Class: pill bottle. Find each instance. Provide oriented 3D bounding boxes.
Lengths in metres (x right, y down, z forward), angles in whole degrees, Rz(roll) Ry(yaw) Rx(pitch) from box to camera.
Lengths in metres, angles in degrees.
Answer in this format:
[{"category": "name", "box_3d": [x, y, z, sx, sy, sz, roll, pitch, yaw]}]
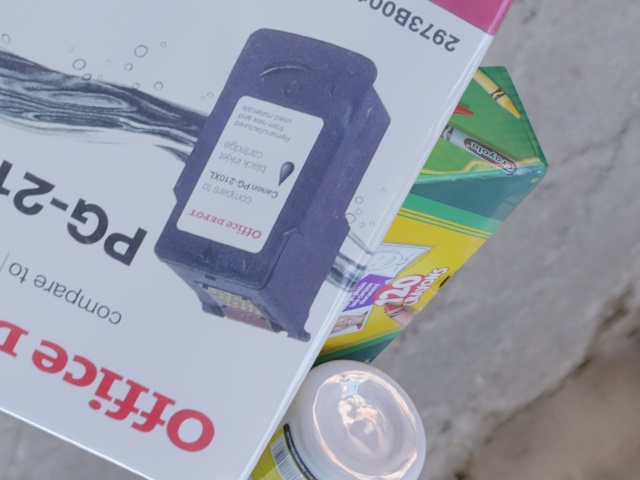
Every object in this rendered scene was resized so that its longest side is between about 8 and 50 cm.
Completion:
[{"category": "pill bottle", "box_3d": [-0.013, 0.166, 1.092, 0.103, 0.103, 0.184, -13, 158, -38]}]

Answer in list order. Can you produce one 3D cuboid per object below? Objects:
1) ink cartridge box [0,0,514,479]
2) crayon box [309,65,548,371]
[{"category": "ink cartridge box", "box_3d": [-0.054, -0.054, 0.530, 0.237, 0.172, 0.100, -62, -168, 7]}, {"category": "crayon box", "box_3d": [0.000, 0.000, 0.992, 0.165, 0.081, 0.278, -6, 154, -28]}]
